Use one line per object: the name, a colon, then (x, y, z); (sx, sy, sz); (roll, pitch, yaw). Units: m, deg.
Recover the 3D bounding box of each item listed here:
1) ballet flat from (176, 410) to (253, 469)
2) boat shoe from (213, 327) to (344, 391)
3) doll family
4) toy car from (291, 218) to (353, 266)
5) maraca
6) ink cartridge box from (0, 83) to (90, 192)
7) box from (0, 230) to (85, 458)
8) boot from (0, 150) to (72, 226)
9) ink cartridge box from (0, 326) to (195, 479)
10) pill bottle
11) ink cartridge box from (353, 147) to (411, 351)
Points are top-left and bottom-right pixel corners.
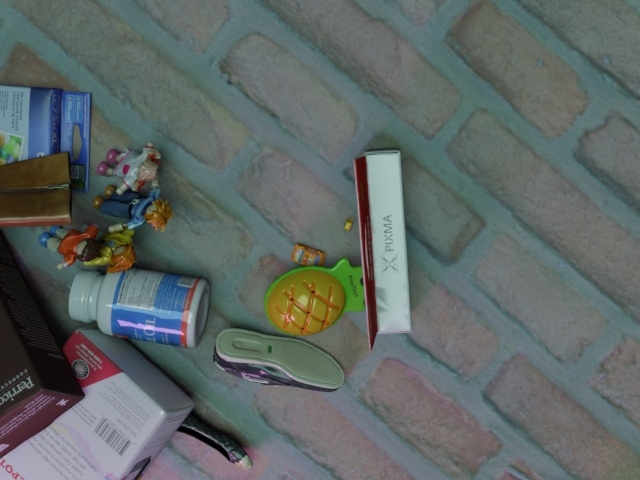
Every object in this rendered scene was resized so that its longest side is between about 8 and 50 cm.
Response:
ballet flat: (-0.196, 0.359, 1.711); (0.173, 0.057, 0.049); (32, 55, 6)
boat shoe: (-0.074, 0.218, 1.687); (0.233, 0.084, 0.079); (15, 137, -4)
doll family: (-0.332, -0.035, 1.617); (0.263, 0.163, 0.118); (-57, 133, -17)
toy car: (0.000, 0.000, 1.658); (0.060, 0.040, 0.122); (37, 99, -1)
maraca: (-0.005, 0.096, 1.642); (0.186, 0.099, 0.127); (-20, 115, 2)
ink cartridge box: (-0.559, -0.179, 1.675); (0.311, 0.065, 0.185); (4, 98, 3)
box: (-0.574, 0.152, 1.604); (0.191, 0.143, 0.381); (-36, 69, 5)
boot: (-0.557, -0.121, 1.590); (0.281, 0.096, 0.264); (-12, 54, -9)
ink cartridge box: (-0.401, 0.334, 1.670); (0.226, 0.131, 0.306); (39, 101, 15)
pill bottle: (-0.310, 0.110, 1.658); (0.222, 0.124, 0.124); (8, 98, 5)
ink cartridge box: (0.105, 0.005, 1.538); (0.066, 0.261, 0.296); (-4, 97, 6)
